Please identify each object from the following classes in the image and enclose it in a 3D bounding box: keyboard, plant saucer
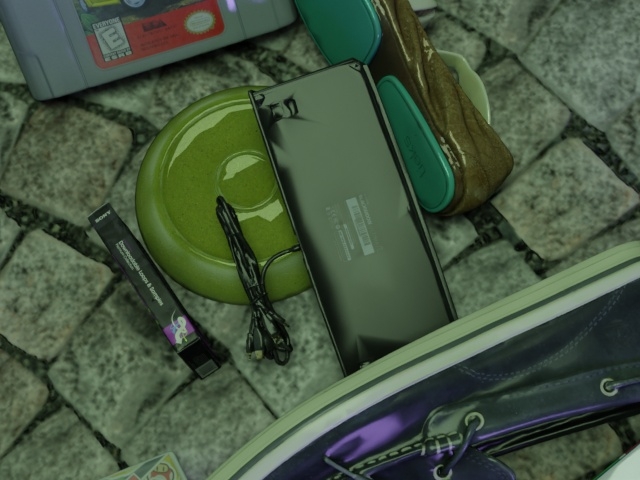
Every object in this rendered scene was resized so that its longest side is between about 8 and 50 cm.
[{"bbox_3d":[0.000,0.000,1.111,0.202,0.033,0.317,-18,85,-3],"label":"keyboard"},{"bbox_3d":[-0.072,-0.055,1.171,0.241,0.037,0.240,-2,70,5],"label":"plant saucer"}]

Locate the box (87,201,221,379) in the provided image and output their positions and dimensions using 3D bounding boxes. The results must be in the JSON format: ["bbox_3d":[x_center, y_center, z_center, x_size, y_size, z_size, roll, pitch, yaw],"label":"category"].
[{"bbox_3d":[-0.156,0.049,1.099,0.029,0.116,0.162,-33,71,-6],"label":"box"}]

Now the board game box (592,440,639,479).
[{"bbox_3d":[0.364,0.263,1.010,0.317,0.064,0.242,-36,72,-8],"label":"board game box"}]

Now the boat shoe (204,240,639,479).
[{"bbox_3d":[0.102,0.171,0.994,0.500,0.187,0.156,-25,76,-6],"label":"boat shoe"}]

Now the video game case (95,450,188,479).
[{"bbox_3d":[-0.171,0.318,1.006,0.206,0.026,0.227,-18,67,-32],"label":"video game case"}]

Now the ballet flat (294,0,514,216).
[{"bbox_3d":[0.088,-0.183,1.169,0.124,0.116,0.342,-20,71,-34],"label":"ballet flat"}]

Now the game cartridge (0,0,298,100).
[{"bbox_3d":[-0.186,-0.272,1.180,0.294,0.196,0.060,-18,28,-1],"label":"game cartridge"}]
